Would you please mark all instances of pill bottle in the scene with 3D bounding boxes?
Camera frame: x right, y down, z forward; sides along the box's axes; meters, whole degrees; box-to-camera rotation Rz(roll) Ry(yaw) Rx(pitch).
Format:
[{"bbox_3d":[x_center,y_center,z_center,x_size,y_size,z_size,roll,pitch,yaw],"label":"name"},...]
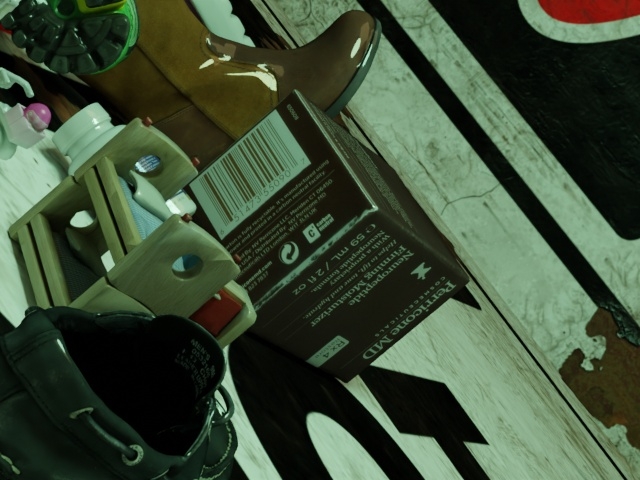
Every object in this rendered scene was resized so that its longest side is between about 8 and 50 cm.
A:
[{"bbox_3d":[-0.162,-0.051,1.303,0.120,0.067,0.067,50,11,1],"label":"pill bottle"}]

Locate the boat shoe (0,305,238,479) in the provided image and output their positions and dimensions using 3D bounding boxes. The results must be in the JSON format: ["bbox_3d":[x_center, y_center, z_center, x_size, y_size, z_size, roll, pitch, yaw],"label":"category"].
[{"bbox_3d":[-0.109,0.092,0.923,0.127,0.113,0.340,55,12,23],"label":"boat shoe"}]

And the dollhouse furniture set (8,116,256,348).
[{"bbox_3d":[-0.098,0.034,1.114,0.183,0.129,0.129,41,14,-39],"label":"dollhouse furniture set"}]

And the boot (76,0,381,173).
[{"bbox_3d":[-0.109,-0.204,1.537,0.280,0.264,0.096,47,3,-22],"label":"boot"}]

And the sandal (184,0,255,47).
[{"bbox_3d":[-0.106,-0.129,1.675,0.169,0.102,0.416,4,-49,58],"label":"sandal"}]

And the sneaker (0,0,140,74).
[{"bbox_3d":[-0.275,-0.288,1.382,0.343,0.134,0.146,60,4,0],"label":"sneaker"}]

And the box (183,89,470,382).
[{"bbox_3d":[0.000,0.000,1.508,0.203,0.168,0.167,34,19,-53],"label":"box"}]

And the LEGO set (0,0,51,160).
[{"bbox_3d":[-0.276,-0.147,1.070,0.132,0.107,0.287,53,11,17],"label":"LEGO set"}]
